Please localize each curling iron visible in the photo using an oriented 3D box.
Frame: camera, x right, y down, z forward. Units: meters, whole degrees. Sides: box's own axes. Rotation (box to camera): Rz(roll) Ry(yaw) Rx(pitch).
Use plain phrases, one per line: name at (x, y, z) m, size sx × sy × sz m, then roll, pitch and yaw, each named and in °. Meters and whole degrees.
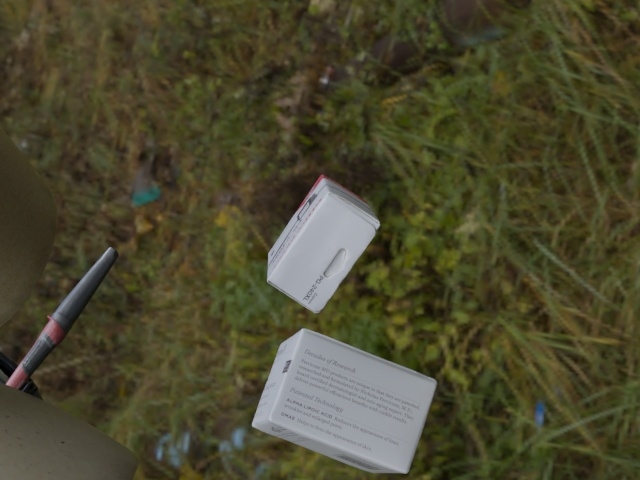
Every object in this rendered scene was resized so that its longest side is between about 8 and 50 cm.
curling iron at (-0.341, 0.119, 1.451) m, size 0.274 × 0.035 × 0.068 m, roll -62°, pitch -2°, yaw -24°

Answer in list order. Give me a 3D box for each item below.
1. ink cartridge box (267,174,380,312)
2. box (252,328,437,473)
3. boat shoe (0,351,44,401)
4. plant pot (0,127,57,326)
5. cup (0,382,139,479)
ink cartridge box at (0.000, 0.000, 1.143) m, size 0.109 × 0.063 × 0.150 m, roll -55°, pitch 7°, yaw 6°
box at (0.025, 0.203, 1.398) m, size 0.181 × 0.181 × 0.119 m, roll 131°, pitch 160°, yaw -74°
boat shoe at (-0.451, 0.219, 1.547) m, size 0.127 × 0.340 × 0.113 m, roll -43°, pitch 7°, yaw -29°
plant pot at (-0.317, -0.041, 0.734) m, size 0.256 × 0.274 × 0.257 m, roll -23°, pitch 52°, yaw 33°
cup at (-0.331, 0.213, 0.824) m, size 0.331 × 0.237 × 0.331 m, roll -48°, pitch 6°, yaw 6°
